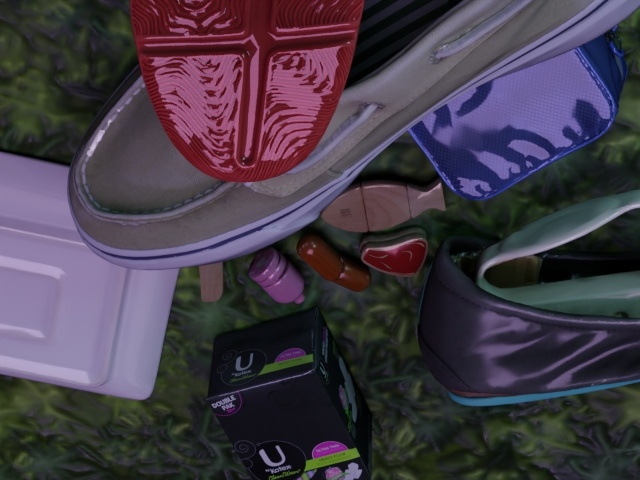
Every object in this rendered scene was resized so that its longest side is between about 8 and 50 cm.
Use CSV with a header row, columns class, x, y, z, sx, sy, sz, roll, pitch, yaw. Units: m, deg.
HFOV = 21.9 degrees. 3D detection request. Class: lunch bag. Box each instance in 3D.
class,x,y,z,sx,sy,sz,roll,pitch,yaw
lunch bag,0.089,-0.071,0.732,0.098,0.065,0.067,-28,105,24

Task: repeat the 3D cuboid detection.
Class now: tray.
class,x,y,z,sx,sy,sz,roll,pitch,yaw
tray,-0.208,0.012,0.835,0.270,0.030,0.145,12,128,-5

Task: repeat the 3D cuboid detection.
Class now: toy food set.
class,x,y,z,sx,sy,sz,roll,pitch,yaw
toy food set,0.000,0.000,0.821,0.122,0.019,0.078,-3,127,-4

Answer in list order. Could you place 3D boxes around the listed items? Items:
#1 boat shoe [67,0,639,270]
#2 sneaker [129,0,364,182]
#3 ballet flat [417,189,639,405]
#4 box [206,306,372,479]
class,x,y,z,sx,sy,sz,roll,pitch,yaw
boat shoe,-0.005,-0.080,0.682,0.302,0.109,0.094,-30,161,27
sneaker,-0.025,-0.136,0.619,0.087,0.128,0.221,1,97,1
ballet flat,0.182,0.023,0.783,0.280,0.095,0.096,-6,114,8
box,-0.015,0.088,0.865,0.062,0.052,0.083,-16,124,14
